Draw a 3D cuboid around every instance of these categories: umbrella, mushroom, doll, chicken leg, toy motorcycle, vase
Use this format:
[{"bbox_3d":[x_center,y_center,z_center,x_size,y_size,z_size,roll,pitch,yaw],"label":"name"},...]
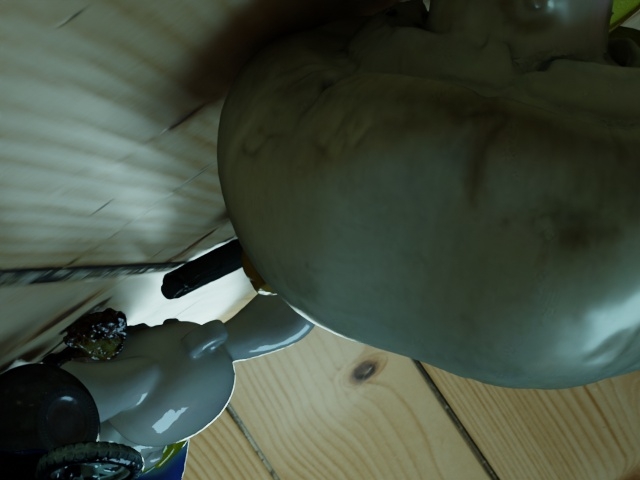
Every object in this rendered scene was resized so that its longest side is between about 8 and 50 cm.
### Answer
[{"bbox_3d":[-0.114,0.029,1.190,0.036,0.031,0.133,-39,174,35],"label":"umbrella"},{"bbox_3d":[0.086,-0.060,0.566,0.260,0.234,0.254,1,-157,-22],"label":"mushroom"},{"bbox_3d":[-0.219,0.188,1.402,0.376,0.187,0.365,4,143,-37],"label":"doll"},{"bbox_3d":[-0.218,0.095,1.113,0.062,0.037,0.145,-7,163,-26],"label":"chicken leg"},{"bbox_3d":[-0.290,0.217,0.962,0.315,0.113,0.169,-10,152,0],"label":"toy motorcycle"},{"bbox_3d":[-0.289,0.182,1.109,0.183,0.120,0.120,-19,-173,39],"label":"vase"}]

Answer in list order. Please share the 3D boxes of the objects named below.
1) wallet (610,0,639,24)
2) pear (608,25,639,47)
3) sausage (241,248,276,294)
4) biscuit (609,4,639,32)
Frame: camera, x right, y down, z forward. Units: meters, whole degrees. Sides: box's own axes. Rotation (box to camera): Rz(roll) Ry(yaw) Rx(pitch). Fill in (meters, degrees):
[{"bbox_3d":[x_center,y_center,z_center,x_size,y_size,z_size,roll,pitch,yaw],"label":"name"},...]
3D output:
[{"bbox_3d":[0.156,-0.180,0.642,0.141,0.067,0.241,-28,170,-21],"label":"wallet"},{"bbox_3d":[0.296,-0.106,1.330,0.321,0.269,0.269,-46,-175,-39],"label":"pear"},{"bbox_3d":[0.024,-0.019,1.147,0.134,0.116,0.354,-20,179,22],"label":"sausage"},{"bbox_3d":[0.200,-0.186,0.880,0.220,0.066,0.220,-37,176,-3],"label":"biscuit"}]
